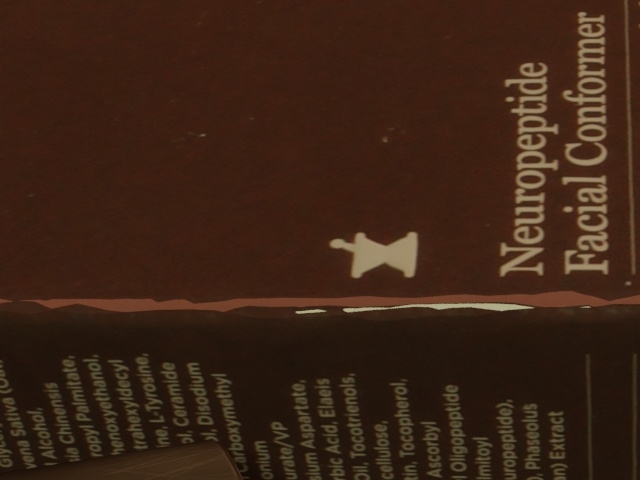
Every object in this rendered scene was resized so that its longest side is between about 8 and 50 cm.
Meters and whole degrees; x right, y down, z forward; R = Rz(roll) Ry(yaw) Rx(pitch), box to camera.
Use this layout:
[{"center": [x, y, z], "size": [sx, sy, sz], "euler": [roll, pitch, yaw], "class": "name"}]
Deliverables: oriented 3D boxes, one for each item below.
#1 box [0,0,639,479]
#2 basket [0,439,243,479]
[{"center": [0.000, 0.000, 0.571], "size": [0.381, 0.143, 0.191], "euler": [-2, 43, 9], "class": "box"}, {"center": [-0.119, 0.133, 0.435], "size": [0.227, 0.154, 0.204], "euler": [-12, 13, -11], "class": "basket"}]
